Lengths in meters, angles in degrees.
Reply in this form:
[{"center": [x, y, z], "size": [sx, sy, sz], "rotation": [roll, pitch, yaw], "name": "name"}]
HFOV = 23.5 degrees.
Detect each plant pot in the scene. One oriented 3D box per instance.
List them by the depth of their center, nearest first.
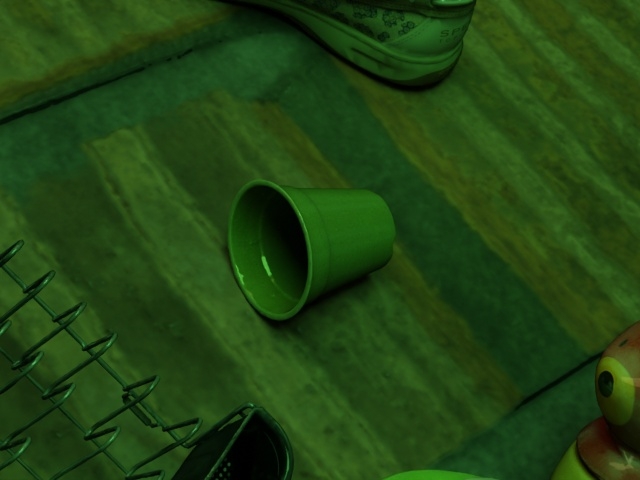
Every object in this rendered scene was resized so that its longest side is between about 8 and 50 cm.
[{"center": [0.000, 0.000, 0.917], "size": [0.079, 0.083, 0.083], "rotation": [-11, 57, -37], "name": "plant pot"}]

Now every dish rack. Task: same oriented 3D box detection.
[{"center": [-0.166, 0.096, 0.749], "size": [0.271, 0.074, 0.208], "rotation": [46, 52, -12], "name": "dish rack"}]

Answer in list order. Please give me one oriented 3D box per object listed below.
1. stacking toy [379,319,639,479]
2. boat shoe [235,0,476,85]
[{"center": [0.180, 0.136, 0.716], "size": [0.280, 0.130, 0.309], "rotation": [2, 23, -34], "name": "stacking toy"}, {"center": [-0.023, -0.210, 1.048], "size": [0.285, 0.089, 0.104], "rotation": [26, 53, 5], "name": "boat shoe"}]
